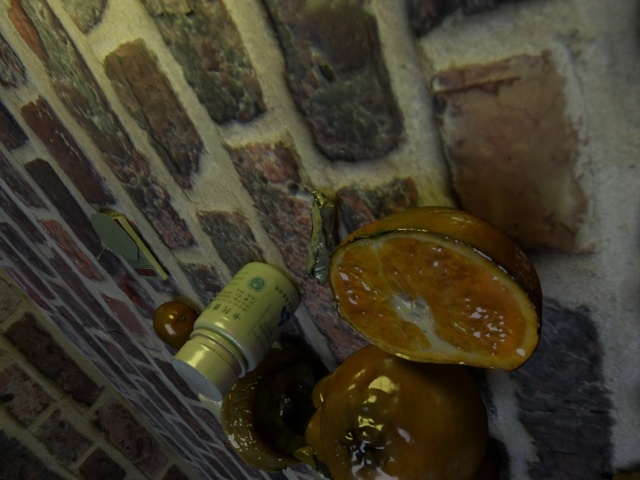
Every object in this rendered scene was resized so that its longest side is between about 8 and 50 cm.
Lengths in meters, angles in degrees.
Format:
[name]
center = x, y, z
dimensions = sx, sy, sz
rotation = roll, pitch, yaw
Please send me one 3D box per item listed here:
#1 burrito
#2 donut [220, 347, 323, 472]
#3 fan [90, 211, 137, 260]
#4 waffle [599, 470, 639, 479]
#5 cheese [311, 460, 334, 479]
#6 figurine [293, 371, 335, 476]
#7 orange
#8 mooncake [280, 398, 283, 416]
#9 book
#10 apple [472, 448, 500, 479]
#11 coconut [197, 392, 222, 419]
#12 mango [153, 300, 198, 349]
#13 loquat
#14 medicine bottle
[burrito]
center = 0.002, 0.001, 0.903
dimensions = 0.063, 0.058, 0.229
rotation = 18, 141, 17
[donut]
center = -0.090, 0.432, 1.234
dimensions = 0.160, 0.330, 0.330
rotation = -20, 115, 36
[fan]
center = -0.640, 0.011, 1.430
dimensions = 0.182, 0.010, 0.310
rotation = 50, 140, -12
[waffle]
center = 0.688, 0.538, 0.894
dimensions = 0.330, 0.062, 0.329
rotation = 22, 139, 21
[cheese]
center = 0.096, 0.810, 1.597
dimensions = 0.266, 0.127, 0.233
rotation = 3, 130, 35
[figurine]
center = 0.055, 0.439, 1.143
dimensions = 0.216, 0.228, 0.214
rotation = 9, 113, 22
[orange]
center = 0.163, 0.072, 0.693
dimensions = 0.274, 0.274, 0.310
rotation = 48, 176, -13
[mooncake]
center = -0.059, 0.550, 1.468
dimensions = 0.235, 0.117, 0.234
rotation = 24, 139, 23
[book]
center = -0.562, 0.025, 1.406
dimensions = 0.162, 0.022, 0.231
rotation = 0, 129, 42
[apple]
center = 0.259, 0.592, 1.126
dimensions = 0.345, 0.269, 0.344
rotation = 23, 141, 20
[coconut]
center = -0.243, 0.402, 1.380
dimensions = 0.230, 0.227, 0.227
rotation = 41, 142, -3
[mango]
center = -0.444, 0.276, 1.493
dimensions = 0.152, 0.120, 0.221
rotation = 26, 148, 20
[loquat]
center = 0.156, 0.350, 0.917
dimensions = 0.329, 0.328, 0.328
rotation = 22, 140, 20
[medicine bottle]
center = -0.185, 0.198, 1.059
dimensions = 0.170, 0.293, 0.170
rotation = 23, 141, 20
